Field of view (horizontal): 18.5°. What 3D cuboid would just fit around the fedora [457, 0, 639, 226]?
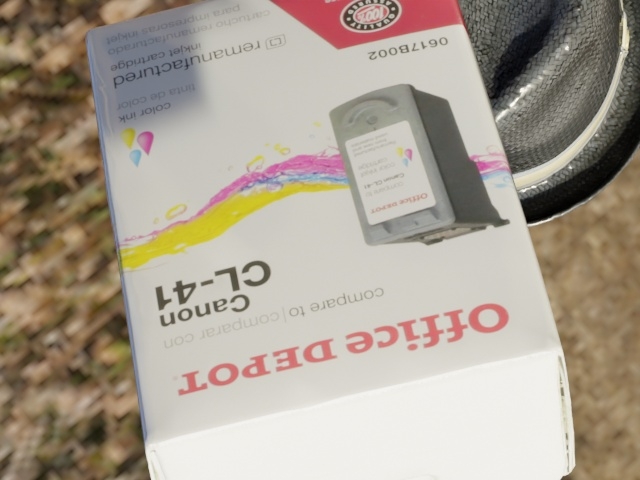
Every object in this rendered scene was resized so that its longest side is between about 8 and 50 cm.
[{"bbox_3d":[0.142,-0.182,1.593,0.334,0.334,0.152,47,174,10],"label":"fedora"}]

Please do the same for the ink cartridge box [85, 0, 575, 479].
[{"bbox_3d":[0.000,0.000,1.108,0.131,0.226,0.306,76,180,-50],"label":"ink cartridge box"}]
